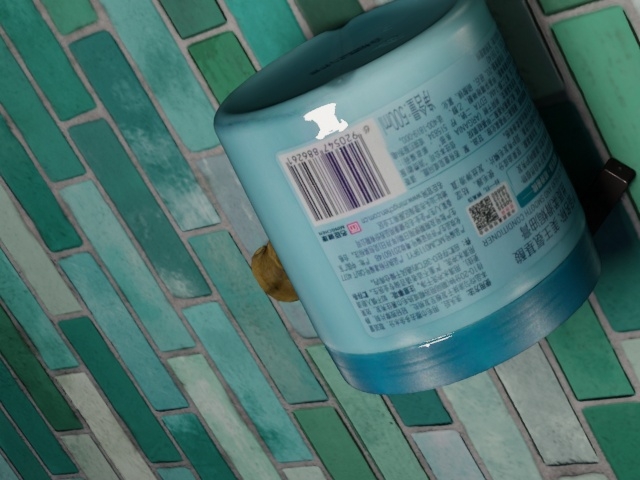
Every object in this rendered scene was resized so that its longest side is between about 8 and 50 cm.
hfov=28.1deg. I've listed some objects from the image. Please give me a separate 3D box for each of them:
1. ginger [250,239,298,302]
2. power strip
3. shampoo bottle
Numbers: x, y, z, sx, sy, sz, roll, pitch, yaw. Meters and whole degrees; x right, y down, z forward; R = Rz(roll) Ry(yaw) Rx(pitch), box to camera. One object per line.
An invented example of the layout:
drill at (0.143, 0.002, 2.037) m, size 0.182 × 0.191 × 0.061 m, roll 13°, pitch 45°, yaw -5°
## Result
ginger at (0.000, 0.000, 1.705) m, size 0.263 × 0.116 × 0.109 m, roll -33°, pitch 61°, yaw 50°
power strip at (0.325, -0.046, 1.494) m, size 0.038 × 0.029 × 0.111 m, roll 32°, pitch 136°, yaw 9°
shampoo bottle at (0.095, -0.061, 1.418) m, size 0.331 × 0.331 × 0.342 m, roll -11°, pitch 114°, yaw 40°
